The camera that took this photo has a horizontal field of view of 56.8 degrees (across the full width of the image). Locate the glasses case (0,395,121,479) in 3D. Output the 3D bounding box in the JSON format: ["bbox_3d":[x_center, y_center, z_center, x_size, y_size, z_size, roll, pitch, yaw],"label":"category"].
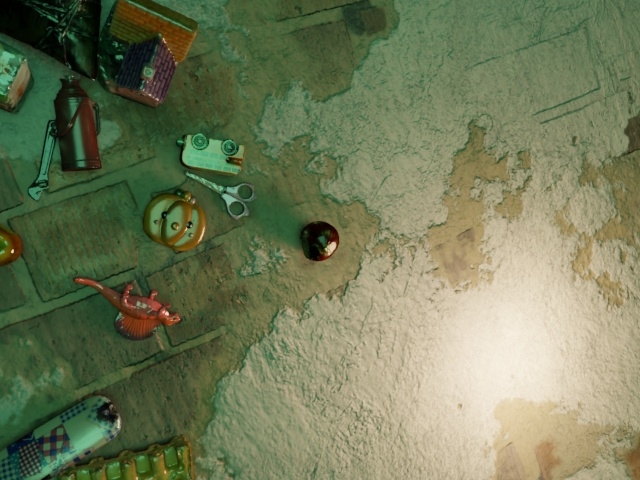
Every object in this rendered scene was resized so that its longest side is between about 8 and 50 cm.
[{"bbox_3d":[-0.660,0.512,1.472,0.328,0.076,0.125,-30,77,-18],"label":"glasses case"}]

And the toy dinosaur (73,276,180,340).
[{"bbox_3d":[-0.513,0.189,1.545,0.286,0.070,0.138,17,108,-19],"label":"toy dinosaur"}]

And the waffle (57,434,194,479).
[{"bbox_3d":[-0.498,0.703,1.556,0.348,0.077,0.304,-6,96,-21],"label":"waffle"}]

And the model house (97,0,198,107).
[{"bbox_3d":[-0.436,-0.472,1.436,0.202,0.237,0.236,25,84,-22],"label":"model house"}]

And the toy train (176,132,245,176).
[{"bbox_3d":[-0.296,-0.232,1.592,0.188,0.072,0.099,7,96,-22],"label":"toy train"}]

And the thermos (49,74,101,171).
[{"bbox_3d":[-0.600,-0.290,1.462,0.124,0.099,0.231,-10,95,-52],"label":"thermos"}]

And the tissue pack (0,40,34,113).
[{"bbox_3d":[-0.809,-0.412,1.299,0.311,0.228,0.128,27,82,-20],"label":"tissue pack"}]

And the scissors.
[{"bbox_3d":[-0.279,-0.141,1.628,0.212,0.021,0.110,27,86,-20],"label":"scissors"}]

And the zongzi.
[{"bbox_3d":[-0.607,-0.614,1.307,0.319,0.362,0.383,21,87,-2],"label":"zongzi"}]

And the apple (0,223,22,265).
[{"bbox_3d":[-0.772,0.013,1.401,0.114,0.102,0.099,40,77,-19],"label":"apple"}]

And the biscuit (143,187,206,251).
[{"bbox_3d":[-0.382,-0.058,1.577,0.170,0.050,0.170,-1,93,-22],"label":"biscuit"}]

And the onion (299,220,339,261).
[{"bbox_3d":[0.000,0.000,1.701,0.119,0.118,0.117,-21,133,-19],"label":"onion"}]

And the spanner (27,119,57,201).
[{"bbox_3d":[-0.687,-0.200,1.472,0.046,0.012,0.208,12,88,-20],"label":"spanner"}]
